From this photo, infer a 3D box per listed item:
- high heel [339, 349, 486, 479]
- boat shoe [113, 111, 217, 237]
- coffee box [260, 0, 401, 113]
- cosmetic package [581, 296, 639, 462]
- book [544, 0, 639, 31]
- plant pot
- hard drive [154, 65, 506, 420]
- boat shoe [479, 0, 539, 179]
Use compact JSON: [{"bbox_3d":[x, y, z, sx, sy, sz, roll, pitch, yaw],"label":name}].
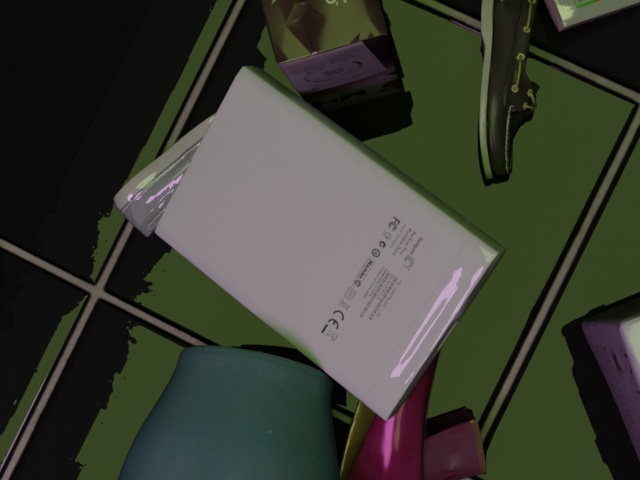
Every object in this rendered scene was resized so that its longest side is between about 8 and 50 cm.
[{"bbox_3d":[0.061,0.121,1.396,0.181,0.127,0.377,-15,88,-5],"label":"high heel"},{"bbox_3d":[-0.143,-0.089,1.470,0.227,0.079,0.081,-38,92,8],"label":"boat shoe"},{"bbox_3d":[0.009,-0.255,1.346,0.119,0.297,0.168,-15,85,6],"label":"coffee box"},{"bbox_3d":[0.486,0.171,1.215,0.327,0.394,0.329,-22,83,5],"label":"cosmetic package"},{"bbox_3d":[0.330,-0.312,1.433,0.144,0.035,0.096,-21,85,-11],"label":"book"},{"bbox_3d":[-0.097,0.260,1.358,0.272,0.271,0.255,9,72,7],"label":"plant pot"},{"bbox_3d":[0.000,0.000,1.345,0.353,0.047,0.233,38,112,17],"label":"hard drive"},{"bbox_3d":[0.222,-0.185,1.425,0.069,0.081,0.227,1,84,11],"label":"boat shoe"}]
